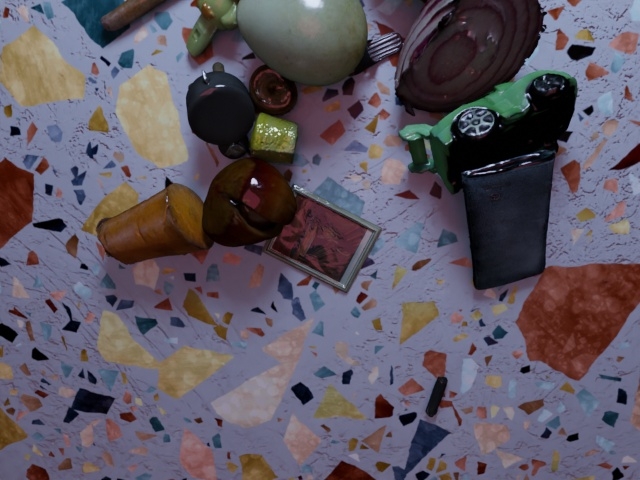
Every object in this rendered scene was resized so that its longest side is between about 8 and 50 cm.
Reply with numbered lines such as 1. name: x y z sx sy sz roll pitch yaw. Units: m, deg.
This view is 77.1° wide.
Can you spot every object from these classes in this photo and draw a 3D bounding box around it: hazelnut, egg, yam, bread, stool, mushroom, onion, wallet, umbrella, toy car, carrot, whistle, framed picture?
1. hazelnut: -0.181 -0.084 1.014 0.251 0.217 0.217 -38 98 23
2. egg: -0.041 -0.465 0.883 0.295 0.218 0.219 18 105 1
3. yam: -0.423 -0.587 0.979 0.263 0.046 0.046 -24 101 11
4. bread: -0.115 -0.251 0.996 0.114 0.129 0.111 11 87 -6
5. stool: -0.248 -0.310 0.978 0.153 0.139 0.228 -3 138 -21
6. mushroom: -0.114 -0.369 0.986 0.109 0.085 0.126 -16 101 37
7. onion: 0.314 -0.427 0.887 0.279 0.146 0.314 4 143 -29
8. wallet: 0.445 -0.027 0.950 0.190 0.046 0.379 -15 131 11
9. umbrella: 0.341 0.457 1.174 0.036 0.031 0.133 16 106 3
10. toy car: 0.383 -0.245 0.915 0.358 0.177 0.213 -31 143 6
11. carrot: -0.434 -0.021 1.053 0.254 0.196 0.196 -21 101 14
12. whistle: -0.230 -0.562 0.921 0.294 0.141 0.141 -39 97 13
13. framed picture: 0.000 0.000 1.101 0.273 0.016 0.217 26 105 -1

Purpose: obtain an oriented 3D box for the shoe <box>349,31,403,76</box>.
1. shoe: 0.122 -0.450 0.959 0.159 0.053 0.062 -23 104 8
